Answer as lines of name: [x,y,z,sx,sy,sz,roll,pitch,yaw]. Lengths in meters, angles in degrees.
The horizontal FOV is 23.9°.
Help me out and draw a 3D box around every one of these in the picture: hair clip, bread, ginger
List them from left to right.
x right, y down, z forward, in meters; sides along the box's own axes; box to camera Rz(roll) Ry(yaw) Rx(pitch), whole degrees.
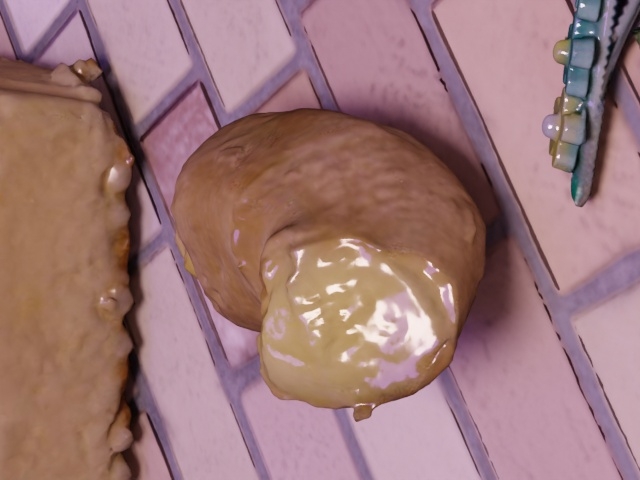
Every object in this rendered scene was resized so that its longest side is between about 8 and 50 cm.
bread: [-0.349,0.033,1.169,0.390,0.279,0.371,16,111,44]
ginger: [0.000,0.000,0.871,0.267,0.152,0.138,31,148,61]
hair clip: [0.140,-0.102,0.771,0.049,0.049,0.173,33,122,40]

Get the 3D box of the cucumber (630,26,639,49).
cucumber: [0.238,-0.069,0.660,0.220,0.046,0.070,2,101,50]
